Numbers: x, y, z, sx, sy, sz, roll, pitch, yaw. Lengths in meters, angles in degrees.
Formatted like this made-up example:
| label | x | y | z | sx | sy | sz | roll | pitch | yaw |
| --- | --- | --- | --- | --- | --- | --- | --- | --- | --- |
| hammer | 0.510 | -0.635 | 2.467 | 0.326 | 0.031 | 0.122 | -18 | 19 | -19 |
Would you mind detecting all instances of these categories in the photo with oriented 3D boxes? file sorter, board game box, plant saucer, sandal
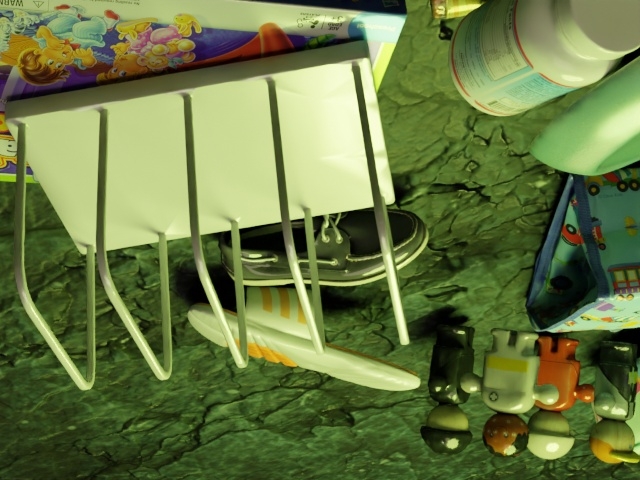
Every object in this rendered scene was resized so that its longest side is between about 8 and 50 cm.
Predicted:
| label | x | y | z | sx | sy | sz | roll | pitch | yaw |
| --- | --- | --- | --- | --- | --- | --- | --- | --- | --- |
| file sorter | -0.081 | -0.007 | 0.984 | 0.277 | 0.173 | 0.193 | -9 | 146 | 4 |
| board game box | -0.131 | -0.139 | 1.003 | 0.347 | 0.078 | 0.233 | 2 | 146 | -13 |
| plant saucer | 0.310 | -0.130 | 0.979 | 0.317 | 0.044 | 0.317 | -28 | 171 | -5 |
| sandal | -0.014 | 0.095 | 1.375 | 0.265 | 0.076 | 0.102 | 18 | 163 | -14 |

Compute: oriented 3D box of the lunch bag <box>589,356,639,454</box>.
| label | x | y | z | sx | sy | sz | roll | pitch | yaw |
| --- | --- | --- | --- | --- | --- | --- | --- | --- | --- |
| lunch bag | 0.464 | 0.170 | 1.506 | 0.224 | 0.108 | 0.279 | -5 | 160 | -32 |

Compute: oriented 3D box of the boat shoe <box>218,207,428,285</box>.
| label | x | y | z | sx | sy | sz | roll | pitch | yaw |
| --- | --- | --- | --- | --- | --- | --- | --- | --- | --- |
| boat shoe | 0.000 | 0.000 | 1.238 | 0.206 | 0.075 | 0.065 | -8 | 150 | 10 |

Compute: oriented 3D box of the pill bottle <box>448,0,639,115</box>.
| label | x | y | z | sx | sy | sz | roll | pitch | yaw |
| --- | --- | --- | --- | --- | --- | --- | --- | --- | --- |
| pill bottle | 0.162 | -0.145 | 0.907 | 0.087 | 0.087 | 0.160 | 8 | 171 | -21 |

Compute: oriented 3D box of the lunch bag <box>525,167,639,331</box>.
| label | x | y | z | sx | sy | sz | roll | pitch | yaw |
| --- | --- | --- | --- | --- | --- | --- | --- | --- | --- |
| lunch bag | 0.347 | 0.040 | 1.327 | 0.221 | 0.138 | 0.293 | -5 | 157 | -5 |

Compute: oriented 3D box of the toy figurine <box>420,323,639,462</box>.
| label | x | y | z | sx | sy | sz | roll | pitch | yaw |
| --- | --- | --- | --- | --- | --- | --- | --- | --- | --- |
| toy figurine | 0.232 | 0.176 | 1.410 | 0.213 | 0.148 | 0.209 | 8 | 176 | -22 |

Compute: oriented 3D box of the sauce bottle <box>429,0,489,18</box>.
| label | x | y | z | sx | sy | sz | roll | pitch | yaw |
| --- | --- | --- | --- | --- | --- | --- | --- | --- | --- |
| sauce bottle | 0.147 | -0.201 | 0.990 | 0.128 | 0.042 | 0.042 | -10 | 146 | 6 |
